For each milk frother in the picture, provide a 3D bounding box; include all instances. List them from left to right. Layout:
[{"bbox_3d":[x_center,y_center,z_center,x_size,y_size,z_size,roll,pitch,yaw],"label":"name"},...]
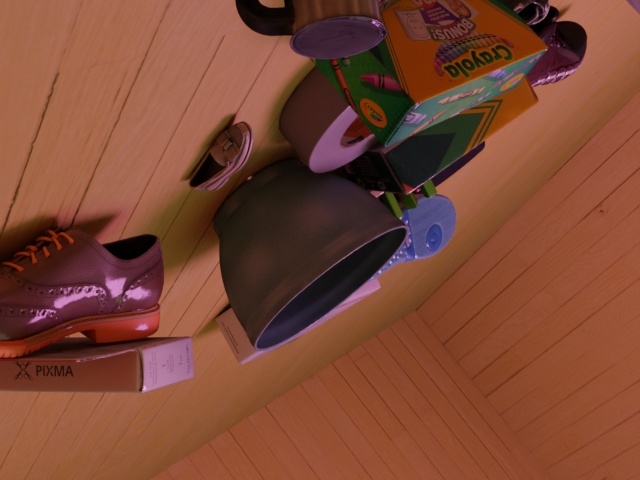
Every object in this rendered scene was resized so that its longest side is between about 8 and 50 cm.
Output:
[{"bbox_3d":[-0.007,-0.228,0.810,0.129,0.135,0.143,-9,168,12],"label":"milk frother"}]

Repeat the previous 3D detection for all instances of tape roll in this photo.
[{"bbox_3d":[0.050,-0.191,1.229,0.219,0.072,0.219,-36,167,-10],"label":"tape roll"}]

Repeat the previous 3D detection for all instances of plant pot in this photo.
[{"bbox_3d":[-0.040,0.002,1.360,0.293,0.196,0.293,-37,167,-10],"label":"plant pot"}]

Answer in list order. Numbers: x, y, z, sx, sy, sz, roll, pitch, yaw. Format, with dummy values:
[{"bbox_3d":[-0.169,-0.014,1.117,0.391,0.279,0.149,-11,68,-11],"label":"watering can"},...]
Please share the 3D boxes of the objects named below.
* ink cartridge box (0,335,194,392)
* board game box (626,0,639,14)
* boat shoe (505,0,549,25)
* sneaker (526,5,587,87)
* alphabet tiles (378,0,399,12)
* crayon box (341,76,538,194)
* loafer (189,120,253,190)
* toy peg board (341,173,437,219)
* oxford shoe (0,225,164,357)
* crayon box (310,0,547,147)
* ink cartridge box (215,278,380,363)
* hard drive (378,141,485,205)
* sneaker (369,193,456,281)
[{"bbox_3d":[-0.327,0.153,1.068,0.275,0.060,0.239,-3,180,21],"label":"ink cartridge box"},{"bbox_3d":[0.611,-0.519,1.473,0.275,0.144,0.142,-37,166,-11],"label":"board game box"},{"bbox_3d":[0.305,-0.357,1.359,0.219,0.070,0.078,-30,165,-32],"label":"boat shoe"},{"bbox_3d":[0.399,-0.353,1.561,0.281,0.106,0.162,-34,159,-31],"label":"sneaker"},{"bbox_3d":[0.136,-0.349,0.922,0.342,0.011,0.285,-42,172,-43],"label":"alphabet tiles"},{"bbox_3d":[0.198,-0.192,1.420,0.318,0.081,0.202,-35,-164,-13],"label":"crayon box"},{"bbox_3d":[-0.126,-0.101,1.127,0.039,0.045,0.125,-17,159,-41],"label":"loafer"},{"bbox_3d":[0.108,-0.087,1.551,0.161,0.079,0.160,-34,-160,-17],"label":"toy peg board"},{"bbox_3d":[-0.324,0.045,0.999,0.363,0.130,0.133,-2,107,-56],"label":"oxford shoe"},{"bbox_3d":[0.131,-0.235,1.091,0.278,0.165,0.081,-28,163,-39],"label":"crayon box"},{"bbox_3d":[-0.044,0.127,1.851,0.278,0.117,0.201,-34,171,30],"label":"ink cartridge box"},{"bbox_3d":[0.186,-0.137,1.708,0.254,0.054,0.172,-36,159,26],"label":"hard drive"},{"bbox_3d":[0.088,-0.022,1.667,0.319,0.127,0.208,-19,-160,-38],"label":"sneaker"}]
